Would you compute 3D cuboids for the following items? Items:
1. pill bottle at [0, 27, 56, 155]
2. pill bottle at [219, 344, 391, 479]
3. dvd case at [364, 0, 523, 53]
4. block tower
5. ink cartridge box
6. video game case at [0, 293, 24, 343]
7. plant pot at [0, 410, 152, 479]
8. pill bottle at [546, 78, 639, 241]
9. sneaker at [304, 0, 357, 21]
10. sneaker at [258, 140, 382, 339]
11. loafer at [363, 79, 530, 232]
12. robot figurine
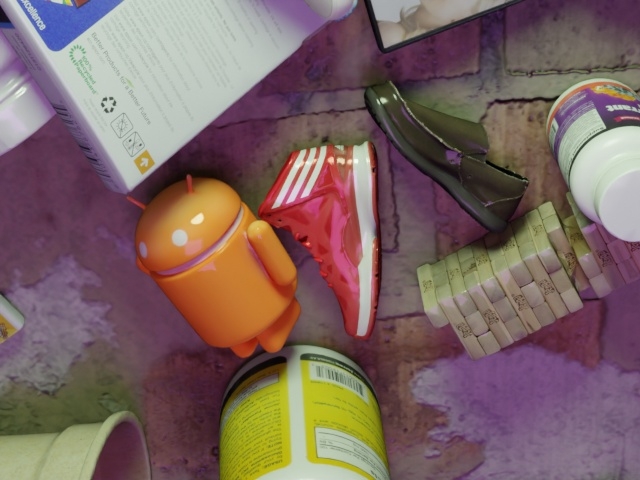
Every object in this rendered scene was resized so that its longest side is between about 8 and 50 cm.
[{"bbox_3d":[-0.365,-0.220,1.334,0.160,0.160,0.283,-32,116,13],"label":"pill bottle"},{"bbox_3d":[-0.016,0.274,1.528,0.188,0.334,0.188,-1,119,-2],"label":"pill bottle"},{"bbox_3d":[0.152,-0.297,1.368,0.253,0.022,0.180,-21,128,-2],"label":"dvd case"},{"bbox_3d":[0.274,0.010,1.541,0.335,0.091,0.097,-27,116,11],"label":"block tower"},{"bbox_3d":[-0.157,-0.256,1.339,0.307,0.072,0.303,-44,119,-24],"label":"ink cartridge box"},{"bbox_3d":[-0.475,0.069,1.563,0.206,0.026,0.227,-34,114,14],"label":"video game case"},{"bbox_3d":[-0.373,0.345,1.580,0.305,0.334,0.334,3,119,8],"label":"plant pot"},{"bbox_3d":[0.296,-0.079,1.435,0.108,0.193,0.108,-2,119,-3],"label":"pill bottle"},{"bbox_3d":[-0.051,-0.291,1.319,0.092,0.087,0.229,-45,110,-24],"label":"sneaker"},{"bbox_3d":[0.000,0.000,1.535,0.128,0.087,0.221,1,107,6],"label":"sneaker"},{"bbox_3d":[0.133,-0.100,1.488,0.220,0.080,0.078,39,100,-27],"label":"loafer"},{"bbox_3d":[-0.111,0.025,1.504,0.128,0.158,0.219,-39,117,-7],"label":"robot figurine"}]
